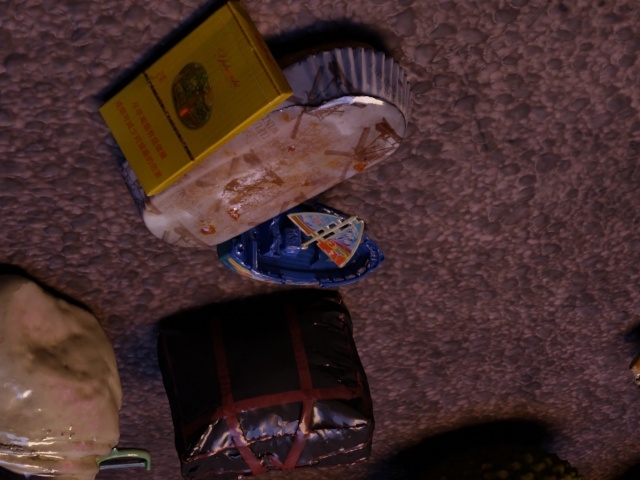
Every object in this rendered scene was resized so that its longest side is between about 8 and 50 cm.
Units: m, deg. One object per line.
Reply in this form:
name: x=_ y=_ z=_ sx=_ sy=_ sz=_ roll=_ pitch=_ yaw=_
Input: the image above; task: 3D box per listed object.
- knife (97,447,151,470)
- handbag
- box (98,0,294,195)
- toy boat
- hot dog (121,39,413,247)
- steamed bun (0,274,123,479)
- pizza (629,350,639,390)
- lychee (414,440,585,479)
knife: x=-0.314 y=0.273 z=1.497 sx=0.212 sy=0.015 sz=0.054 roll=0 pitch=143 yaw=-14
handbag: x=-0.057 y=0.164 z=1.275 sx=0.215 sy=0.169 sz=0.155 roll=-11 pitch=146 yaw=-1
box: x=-0.101 y=-0.110 z=0.956 sx=0.155 sy=0.087 sz=0.023 roll=-33 pitch=170 yaw=29
toy boat: x=0.000 y=0.000 z=1.127 sx=0.175 sy=0.091 sz=0.110 roll=13 pitch=156 yaw=-36
hot dog: x=-0.047 y=-0.081 z=1.018 sx=0.268 sy=0.075 sz=0.144 roll=-21 pitch=139 yaw=21
steamed bun: x=-0.334 y=0.194 z=1.220 sx=0.275 sy=0.206 sz=0.320 roll=-7 pitch=149 yaw=-9
pizza: x=0.475 y=0.132 z=1.467 sx=0.226 sy=0.069 sz=0.147 roll=8 pitch=120 yaw=-29
lychee: x=0.218 y=0.401 z=1.602 sx=0.270 sy=0.270 sz=0.320 roll=15 pitch=153 yaw=-31
